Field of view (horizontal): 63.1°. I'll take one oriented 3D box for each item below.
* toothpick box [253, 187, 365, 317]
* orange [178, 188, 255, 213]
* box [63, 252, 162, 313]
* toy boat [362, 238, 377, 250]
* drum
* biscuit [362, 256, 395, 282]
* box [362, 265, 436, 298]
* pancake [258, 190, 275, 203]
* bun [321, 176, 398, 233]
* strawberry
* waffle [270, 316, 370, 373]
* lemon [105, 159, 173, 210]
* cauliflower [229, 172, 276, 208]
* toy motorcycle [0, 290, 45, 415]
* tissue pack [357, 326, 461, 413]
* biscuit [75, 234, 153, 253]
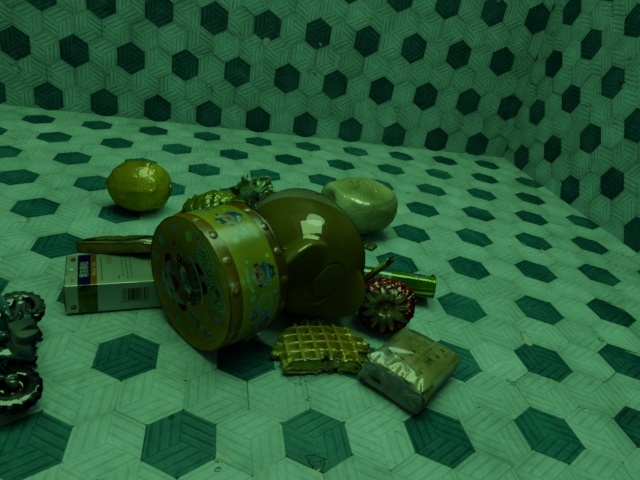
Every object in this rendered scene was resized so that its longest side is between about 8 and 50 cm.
[{"bbox_3d":[-0.059,0.050,1.751,0.409,0.408,0.425,-2,27,-22],"label":"toothpick box"},{"bbox_3d":[-0.394,-0.047,1.932,0.301,0.300,0.223,18,22,10],"label":"orange"},{"bbox_3d":[-0.667,0.131,1.702,0.300,0.106,0.200,-1,27,-24],"label":"box"},{"bbox_3d":[0.192,0.013,2.331,0.115,0.016,0.063,23,29,24],"label":"toy boat"},{"bbox_3d":[-0.304,0.104,1.547,0.431,0.430,0.214,31,33,35],"label":"drum"},{"bbox_3d":[0.143,0.144,1.803,0.048,0.292,0.026,0,56,-53],"label":"biscuit"},{"bbox_3d":[0.251,0.149,1.970,0.346,0.097,0.134,8,-1,-1],"label":"box"},{"bbox_3d":[-0.188,-0.108,2.257,0.212,0.029,0.235,10,62,-50],"label":"pancake"},{"bbox_3d":[0.173,-0.148,2.407,0.353,0.227,0.349,6,27,-3],"label":"bun"},{"bbox_3d":[0.223,0.209,1.797,0.205,0.205,0.244,13,7,6],"label":"strawberry"},{"bbox_3d":[0.007,0.328,1.596,0.283,0.065,0.309,24,31,26],"label":"waffle"},{"bbox_3d":[-0.781,-0.235,2.252,0.289,0.233,0.233,6,27,-4],"label":"lemon"},{"bbox_3d":[-0.319,-0.196,2.298,0.257,0.238,0.315,7,-17,-1],"label":"cauliflower"},{"bbox_3d":[-0.823,0.266,1.310,0.232,0.172,0.416,3,36,-27],"label":"toy motorcycle"},{"bbox_3d":[0.267,0.367,1.545,0.215,0.122,0.257,28,33,28],"label":"tissue pack"},{"bbox_3d":[-0.682,0.009,1.873,0.344,0.057,0.287,-1,3,10],"label":"biscuit"}]
